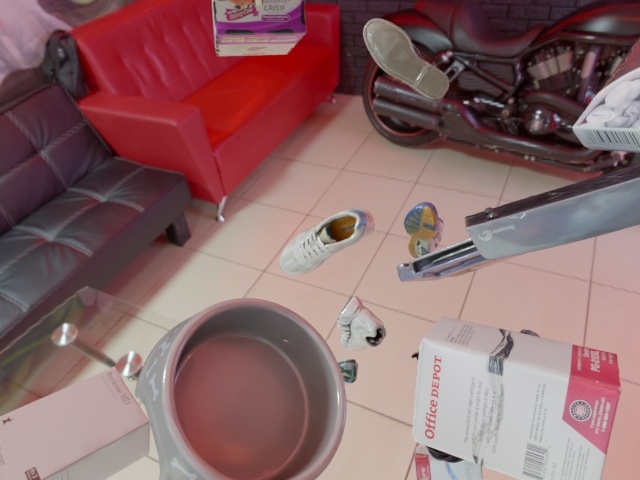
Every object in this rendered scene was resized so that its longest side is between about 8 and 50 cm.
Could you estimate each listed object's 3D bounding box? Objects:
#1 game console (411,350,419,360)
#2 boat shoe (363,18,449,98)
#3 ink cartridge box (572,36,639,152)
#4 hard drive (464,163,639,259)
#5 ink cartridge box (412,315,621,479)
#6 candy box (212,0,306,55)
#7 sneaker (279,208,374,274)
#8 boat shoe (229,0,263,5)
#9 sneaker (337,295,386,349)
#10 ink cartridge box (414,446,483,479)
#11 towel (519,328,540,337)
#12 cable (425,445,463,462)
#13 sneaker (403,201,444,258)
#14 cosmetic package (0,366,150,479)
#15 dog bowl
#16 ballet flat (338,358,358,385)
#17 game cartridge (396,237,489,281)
[{"bbox_3d":[0.351,0.358,1.421,0.122,0.107,0.071,-24,77,17],"label":"game console"},{"bbox_3d":[0.158,-0.348,0.906,0.206,0.075,0.065,31,17,-22],"label":"boat shoe"},{"bbox_3d":[0.386,-0.169,0.431,0.208,0.045,0.206,-53,26,-2],"label":"ink cartridge box"},{"bbox_3d":[0.304,-0.040,0.554,0.254,0.054,0.172,-18,2,18],"label":"hard drive"},{"bbox_3d":[0.259,0.220,0.644,0.237,0.172,0.100,10,18,28],"label":"ink cartridge box"},{"bbox_3d":[-0.125,-0.409,0.897,0.159,0.071,0.233,-6,13,-12],"label":"candy box"},{"bbox_3d":[0.000,0.000,0.987,0.228,0.092,0.088,-33,78,18],"label":"sneaker"},{"bbox_3d":[-0.075,-0.281,0.463,0.043,0.049,0.137,1,59,-2],"label":"boat shoe"},{"bbox_3d":[0.124,0.262,1.312,0.118,0.292,0.110,29,72,22],"label":"sneaker"},{"bbox_3d":[0.354,0.625,1.297,0.174,0.127,0.073,-6,80,13],"label":"ink cartridge box"},{"bbox_3d":[0.532,0.369,1.113,0.121,0.235,0.284,-22,62,20],"label":"towel"},{"bbox_3d":[0.319,0.434,1.087,0.184,0.151,0.047,-2,3,-4],"label":"cable"},{"bbox_3d":[0.359,-0.053,1.581,0.111,0.297,0.131,31,67,23],"label":"sneaker"},{"bbox_3d":[-0.632,0.497,1.119,0.384,0.156,0.217,-24,49,-41],"label":"cosmetic package"},{"bbox_3d":[-0.110,0.250,0.752,0.348,0.102,0.349,18,49,-22],"label":"dog bowl"},{"bbox_3d":[0.038,0.340,1.180,0.070,0.188,0.070,7,70,-18],"label":"ballet flat"},{"bbox_3d":[0.401,0.034,1.193,0.354,0.230,0.068,-25,68,36],"label":"game cartridge"}]
